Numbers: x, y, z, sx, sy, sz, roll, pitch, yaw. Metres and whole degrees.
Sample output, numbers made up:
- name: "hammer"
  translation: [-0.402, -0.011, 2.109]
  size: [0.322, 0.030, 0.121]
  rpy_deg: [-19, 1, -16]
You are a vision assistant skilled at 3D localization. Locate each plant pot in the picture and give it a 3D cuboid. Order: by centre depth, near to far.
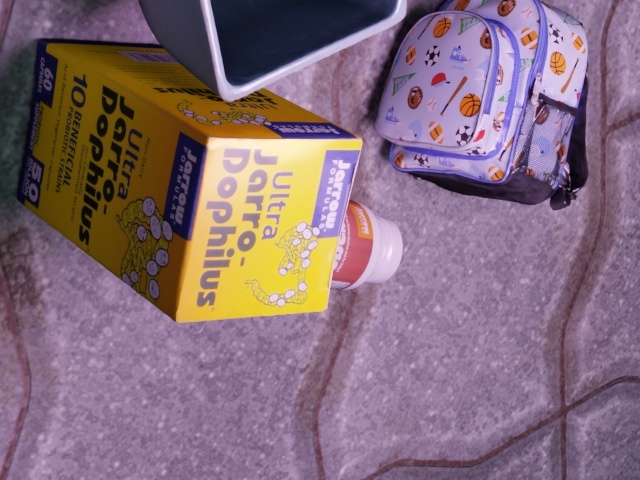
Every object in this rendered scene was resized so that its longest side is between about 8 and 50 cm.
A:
- name: "plant pot"
  translation: [-0.093, -0.332, 1.514]
  size: [0.247, 0.252, 0.248]
  rpy_deg: [-29, 127, -26]

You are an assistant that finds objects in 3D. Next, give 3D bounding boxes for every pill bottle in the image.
- name: "pill bottle"
  translation: [0.000, 0.000, 1.848]
  size: [0.216, 0.121, 0.121]
  rpy_deg: [9, 105, -42]

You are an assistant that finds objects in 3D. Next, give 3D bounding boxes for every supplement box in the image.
- name: "supplement box"
  translation: [-0.151, -0.074, 1.525]
  size: [0.195, 0.356, 0.194]
  rpy_deg: [-3, 113, -39]

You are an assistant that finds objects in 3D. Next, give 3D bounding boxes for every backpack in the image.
- name: "backpack"
  translation: [0.213, -0.198, 1.849]
  size: [0.213, 0.276, 0.263]
  rpy_deg: [27, 80, -45]
